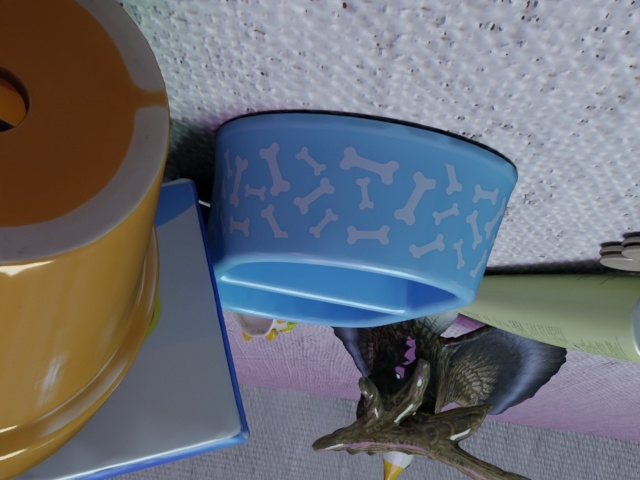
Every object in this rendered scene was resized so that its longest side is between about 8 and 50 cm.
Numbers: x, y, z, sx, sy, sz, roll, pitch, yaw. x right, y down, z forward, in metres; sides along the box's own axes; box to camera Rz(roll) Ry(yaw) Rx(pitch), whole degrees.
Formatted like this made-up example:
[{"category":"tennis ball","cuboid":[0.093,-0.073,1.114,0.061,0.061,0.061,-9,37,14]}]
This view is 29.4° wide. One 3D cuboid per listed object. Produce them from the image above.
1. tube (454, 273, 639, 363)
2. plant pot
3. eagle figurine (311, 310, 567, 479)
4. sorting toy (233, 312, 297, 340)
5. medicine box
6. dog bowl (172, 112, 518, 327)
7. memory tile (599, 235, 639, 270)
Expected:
[{"category":"tube","cuboid":[0.166,0.049,0.916,0.240,0.062,0.070,2,126,58]},{"category":"plant pot","cuboid":[-0.148,-0.015,0.487,0.205,0.205,0.188,13,153,-21]},{"category":"eagle figurine","cuboid":[0.096,0.131,1.159,0.226,0.225,0.298,47,-157,0]},{"category":"sorting toy","cuboid":[-0.038,0.078,1.272,0.075,0.044,0.083,-8,-179,-37]},{"category":"medicine box","cuboid":[-0.209,0.080,0.725,0.264,0.149,0.289,-12,175,-17]},{"category":"dog bowl","cuboid":[0.000,0.000,0.722,0.166,0.074,0.297,12,168,-15]},{"category":"memory tile","cuboid":[0.243,0.008,0.743,0.113,0.012,0.148,10,170,-8]}]
